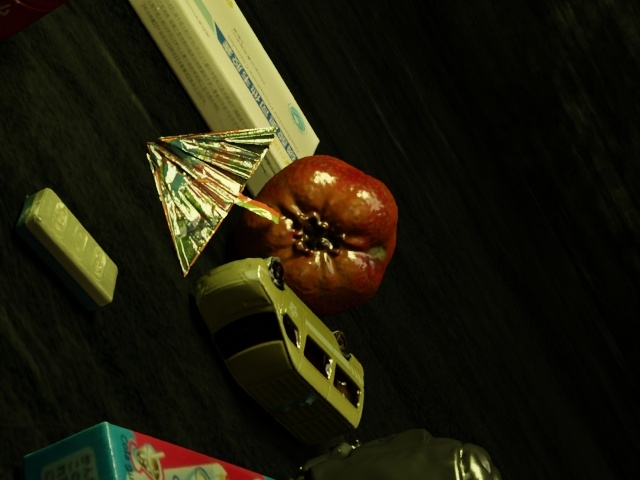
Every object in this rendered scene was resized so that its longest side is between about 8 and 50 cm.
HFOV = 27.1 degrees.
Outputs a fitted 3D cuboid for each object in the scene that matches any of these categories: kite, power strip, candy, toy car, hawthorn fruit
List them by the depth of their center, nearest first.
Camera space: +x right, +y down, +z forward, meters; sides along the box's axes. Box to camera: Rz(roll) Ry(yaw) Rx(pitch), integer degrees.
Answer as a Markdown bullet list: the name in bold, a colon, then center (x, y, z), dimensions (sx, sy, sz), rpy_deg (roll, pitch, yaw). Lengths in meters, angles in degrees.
- **candy**: center (-0.125, 0.274, 1.171), dimensions (0.306, 0.100, 0.157), rpy_deg (36, 33, -55)
- **power strip**: center (-0.243, 0.010, 1.291), dimensions (0.123, 0.032, 0.056), rpy_deg (54, 23, -30)
- **toy car**: center (-0.046, 0.131, 1.549), dimensions (0.256, 0.101, 0.124), rpy_deg (49, 28, -41)
- **kite**: center (-0.133, -0.060, 1.583), dimensions (0.183, 0.014, 0.241), rpy_deg (27, 59, -4)
- **hawthorn fruit**: center (0.000, 0.000, 1.716), dimensions (0.243, 0.207, 0.207), rpy_deg (96, -31, -86)

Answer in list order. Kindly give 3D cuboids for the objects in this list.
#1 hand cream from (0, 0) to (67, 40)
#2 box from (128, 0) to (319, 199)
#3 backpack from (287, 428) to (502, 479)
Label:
- **hand cream**: center (-0.327, -0.320, 1.312), dimensions (0.230, 0.149, 0.230), rpy_deg (48, 27, -34)
- **box**: center (-0.126, -0.230, 1.840), dimensions (0.343, 0.065, 0.200), rpy_deg (58, 21, -17)
- **backpack**: center (0.117, 0.395, 1.350), dimensions (0.445, 0.255, 0.363), rpy_deg (62, 11, -60)
